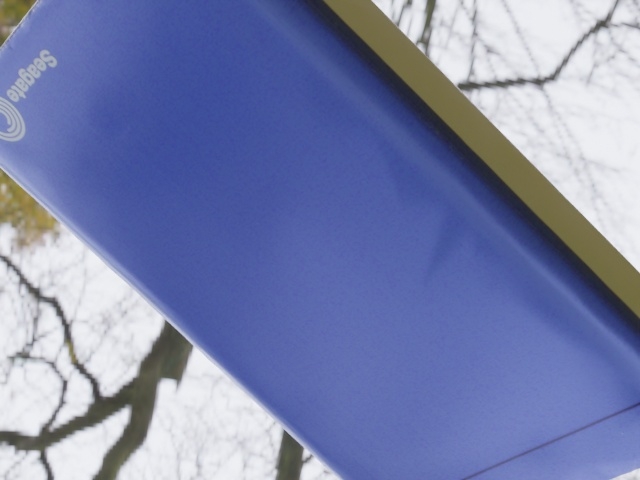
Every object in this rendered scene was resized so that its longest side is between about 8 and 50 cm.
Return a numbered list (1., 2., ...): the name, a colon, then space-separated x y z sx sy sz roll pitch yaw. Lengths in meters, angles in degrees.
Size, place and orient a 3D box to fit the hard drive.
1. hard drive: 0.000 0.000 0.613 0.319 0.210 0.040 44 -133 -10
